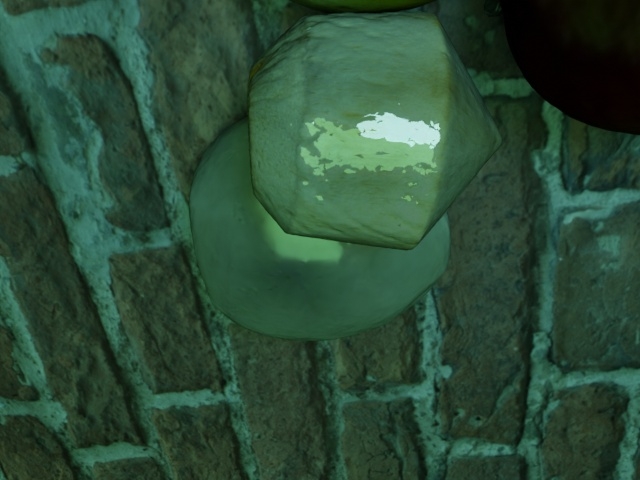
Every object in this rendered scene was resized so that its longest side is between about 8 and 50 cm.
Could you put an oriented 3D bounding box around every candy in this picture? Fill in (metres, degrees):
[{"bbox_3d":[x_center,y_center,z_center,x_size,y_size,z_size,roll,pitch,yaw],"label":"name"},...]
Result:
[{"bbox_3d":[0.000,0.000,0.967,0.426,0.186,0.387,5,115,-3],"label":"candy"}]

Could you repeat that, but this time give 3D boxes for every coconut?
[{"bbox_3d":[0.071,-0.131,0.742,0.328,0.329,0.329,2,118,4],"label":"coconut"}]

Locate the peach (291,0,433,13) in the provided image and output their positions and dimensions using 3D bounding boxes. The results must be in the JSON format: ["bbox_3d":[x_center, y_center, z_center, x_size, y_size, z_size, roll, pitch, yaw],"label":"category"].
[{"bbox_3d":[0.065,-0.410,0.679,0.315,0.282,0.314,-4,124,15],"label":"peach"}]

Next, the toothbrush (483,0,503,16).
[{"bbox_3d":[0.303,-0.438,0.786,0.030,0.030,0.297,36,120,15],"label":"toothbrush"}]

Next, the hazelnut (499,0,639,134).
[{"bbox_3d":[0.413,-0.299,0.638,0.402,0.402,0.429,41,126,-16],"label":"hazelnut"}]
